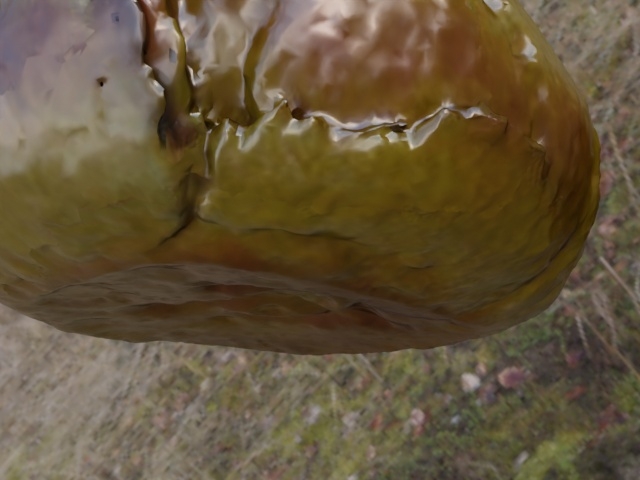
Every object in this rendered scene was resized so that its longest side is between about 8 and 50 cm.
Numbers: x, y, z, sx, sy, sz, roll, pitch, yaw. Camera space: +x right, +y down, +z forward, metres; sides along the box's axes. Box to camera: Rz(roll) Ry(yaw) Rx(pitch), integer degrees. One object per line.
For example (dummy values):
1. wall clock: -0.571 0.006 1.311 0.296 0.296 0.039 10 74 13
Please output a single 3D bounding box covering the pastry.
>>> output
1. pastry: -0.031 -0.037 0.496 0.356 0.356 0.164 -23 58 51
